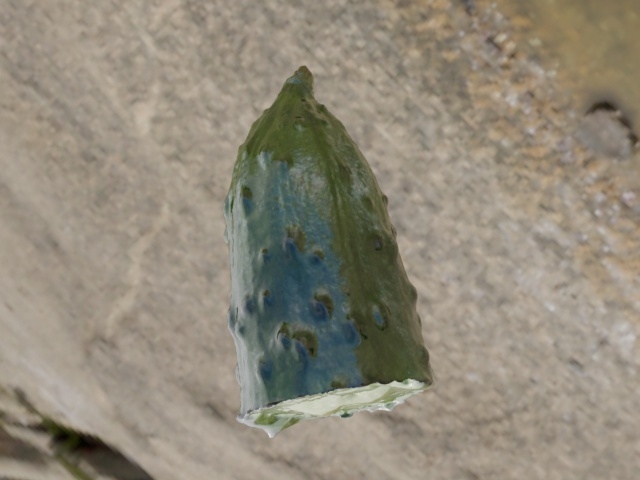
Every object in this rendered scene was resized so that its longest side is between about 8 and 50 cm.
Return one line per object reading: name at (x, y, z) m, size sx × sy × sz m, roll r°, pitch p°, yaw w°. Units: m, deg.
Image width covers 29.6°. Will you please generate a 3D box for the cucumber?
cucumber at (-0.003, 0.000, 0.808) m, size 0.134 × 0.134 × 0.244 m, roll 123°, pitch 141°, yaw -70°
